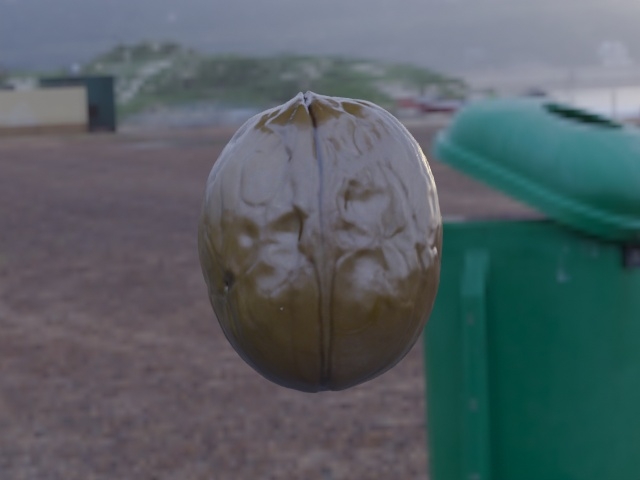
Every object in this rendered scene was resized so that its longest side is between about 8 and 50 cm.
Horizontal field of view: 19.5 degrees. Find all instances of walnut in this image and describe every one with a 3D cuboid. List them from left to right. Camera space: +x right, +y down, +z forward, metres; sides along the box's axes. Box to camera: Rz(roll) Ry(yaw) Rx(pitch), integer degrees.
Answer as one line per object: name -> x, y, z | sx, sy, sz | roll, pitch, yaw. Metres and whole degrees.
walnut -> 0.000, 0.000, 1.267 | 0.167, 0.207, 0.167 | -4, -8, -1
